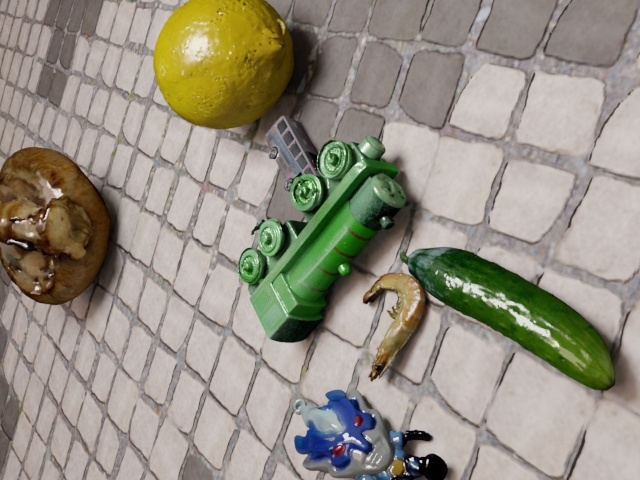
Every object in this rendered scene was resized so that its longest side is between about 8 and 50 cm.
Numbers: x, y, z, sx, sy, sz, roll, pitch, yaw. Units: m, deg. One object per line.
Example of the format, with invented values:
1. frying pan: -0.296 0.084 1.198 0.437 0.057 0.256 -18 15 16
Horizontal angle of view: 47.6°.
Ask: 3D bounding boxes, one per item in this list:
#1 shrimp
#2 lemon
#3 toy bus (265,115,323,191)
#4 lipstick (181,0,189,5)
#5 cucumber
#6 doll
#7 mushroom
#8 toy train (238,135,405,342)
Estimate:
1. shrimp: 0.065 0.086 0.749 0.083 0.023 0.114 29 98 51
2. lemon: -0.119 -0.229 0.920 0.206 0.173 0.173 -7 76 39
3. toy bus: -0.026 -0.096 0.886 0.052 0.037 0.130 -48 48 24
4. lipstick: -0.184 -0.319 1.096 0.068 0.061 0.274 -35 57 41
5. cucumber: 0.152 0.051 0.633 0.250 0.056 0.056 32 105 45
6. doll: 0.036 0.203 0.723 0.195 0.070 0.096 20 66 46
7. mushroom: -0.460 -0.023 1.238 0.283 0.195 0.263 -151 68 -65
8. toy train: 0.000 0.000 0.803 0.251 0.085 0.119 -50 53 31
